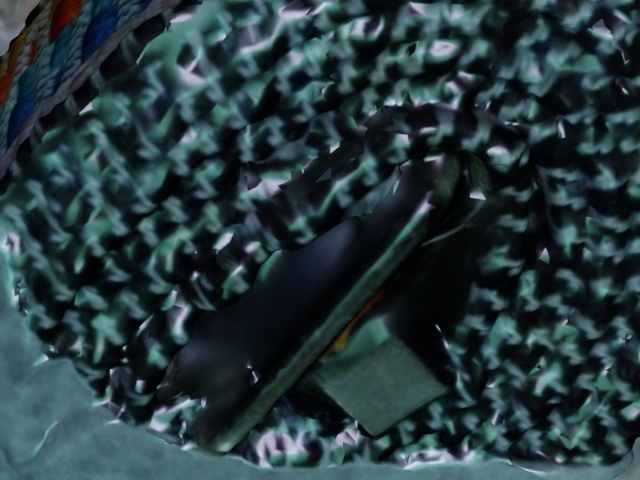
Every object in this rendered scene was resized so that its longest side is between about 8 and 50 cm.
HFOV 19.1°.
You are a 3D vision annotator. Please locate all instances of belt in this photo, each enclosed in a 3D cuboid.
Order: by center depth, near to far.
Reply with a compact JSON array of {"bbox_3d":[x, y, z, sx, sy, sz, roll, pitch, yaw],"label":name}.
[{"bbox_3d":[0.000,0.000,0.572,0.207,0.150,0.257,34,111,-18],"label":"belt"}]
